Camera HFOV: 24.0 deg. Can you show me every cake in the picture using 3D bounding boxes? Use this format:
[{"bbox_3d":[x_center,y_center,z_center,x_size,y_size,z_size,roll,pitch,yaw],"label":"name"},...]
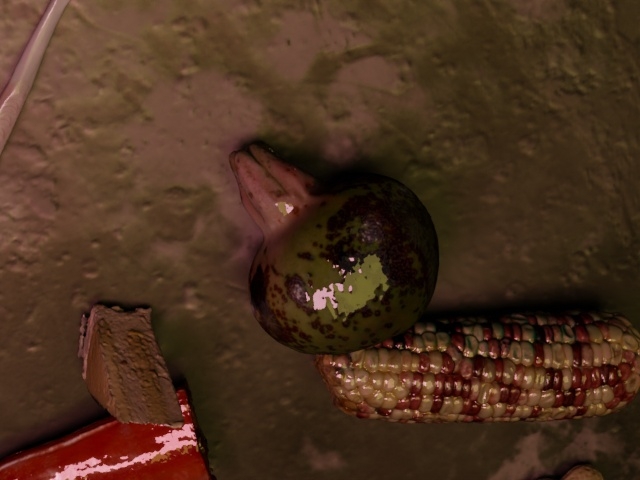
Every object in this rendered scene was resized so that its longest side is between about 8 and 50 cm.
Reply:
[{"bbox_3d":[-0.129,0.090,1.024,0.052,0.121,0.065,4,104,-23],"label":"cake"}]

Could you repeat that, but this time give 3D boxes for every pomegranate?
[{"bbox_3d":[0.007,0.002,1.040,0.138,0.163,0.125,-40,157,20],"label":"pomegranate"}]

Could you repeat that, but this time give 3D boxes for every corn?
[{"bbox_3d":[0.118,0.097,1.117,0.253,0.086,0.086,-2,113,-15],"label":"corn"}]

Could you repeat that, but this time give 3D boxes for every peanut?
[{"bbox_3d":[0.191,0.208,1.213,0.083,0.037,0.037,-22,117,-11],"label":"peanut"}]

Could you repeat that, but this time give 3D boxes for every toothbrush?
[{"bbox_3d":[-0.209,-0.075,0.981,0.025,0.029,0.307,22,105,-31],"label":"toothbrush"}]

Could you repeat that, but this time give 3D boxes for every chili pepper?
[{"bbox_3d":[-0.165,0.159,1.079,0.169,0.065,0.088,-15,115,-5],"label":"chili pepper"}]
